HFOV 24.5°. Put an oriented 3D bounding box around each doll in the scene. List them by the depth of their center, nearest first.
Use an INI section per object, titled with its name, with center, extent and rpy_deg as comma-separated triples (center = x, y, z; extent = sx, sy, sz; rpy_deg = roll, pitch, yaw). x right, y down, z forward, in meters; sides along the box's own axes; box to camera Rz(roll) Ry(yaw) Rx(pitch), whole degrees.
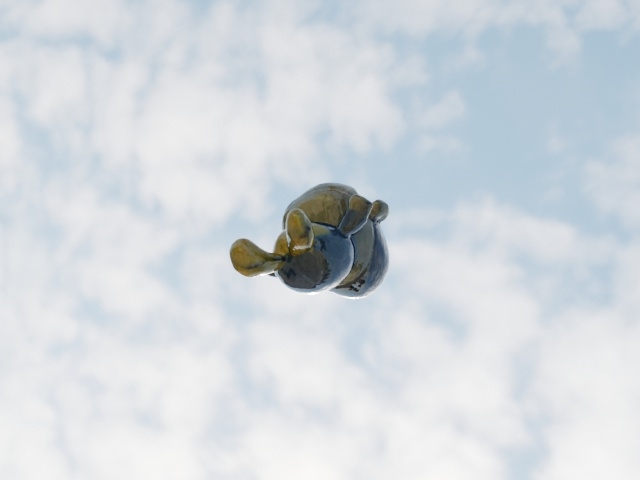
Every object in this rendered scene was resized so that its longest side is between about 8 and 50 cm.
[doll]
center = 0.000, 0.000, 1.081
extent = 0.102, 0.179, 0.089
rpy_deg = -28, -107, 18
